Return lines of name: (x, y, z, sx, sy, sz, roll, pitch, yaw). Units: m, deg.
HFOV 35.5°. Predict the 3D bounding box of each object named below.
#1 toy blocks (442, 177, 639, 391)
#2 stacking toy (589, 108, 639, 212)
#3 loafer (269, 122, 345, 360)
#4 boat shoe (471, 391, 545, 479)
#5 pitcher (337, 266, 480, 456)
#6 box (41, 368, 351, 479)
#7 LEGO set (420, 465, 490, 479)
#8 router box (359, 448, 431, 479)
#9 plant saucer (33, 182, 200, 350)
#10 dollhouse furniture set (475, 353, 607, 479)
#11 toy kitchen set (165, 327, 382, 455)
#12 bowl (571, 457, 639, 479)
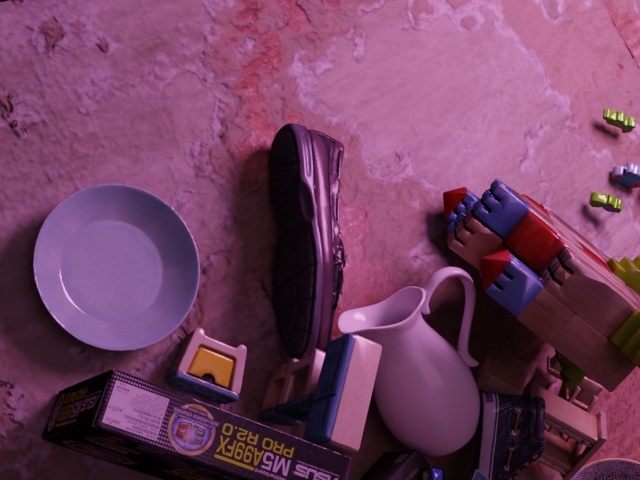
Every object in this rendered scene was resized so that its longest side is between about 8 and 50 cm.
toy blocks: (0.275, 0.027, 1.266, 0.261, 0.381, 0.191, 38, 104, -5)
stacking toy: (0.516, -0.090, 1.575, 0.221, 0.052, 0.167, 23, 66, -19)
loafer: (0.000, 0.000, 1.247, 0.095, 0.109, 0.303, 5, 72, -31)
boat shoe: (0.239, 0.281, 1.272, 0.083, 0.065, 0.183, 3, 109, 2)
pitcher: (0.139, 0.149, 1.239, 0.177, 0.125, 0.207, -29, 110, -6)
box: (-0.135, 0.219, 1.052, 0.270, 0.216, 0.060, 25, 66, -21)
LEGO set: (0.188, 0.385, 1.197, 0.244, 0.060, 0.182, 43, 48, -13)
router box: (0.074, 0.441, 1.182, 0.309, 0.081, 0.243, -42, 98, -30)
plant saucer: (-0.235, 0.032, 1.150, 0.194, 0.037, 0.195, 7, 74, -26)
dollhouse furniture set: (0.284, 0.213, 1.371, 0.181, 0.101, 0.161, 29, 31, -3)
toy kitchen set: (-0.063, 0.163, 1.104, 0.166, 0.207, 0.122, 25, 62, -19)
bowl: (0.408, 0.387, 1.357, 0.080, 0.170, 0.170, 48, 48, -61)
